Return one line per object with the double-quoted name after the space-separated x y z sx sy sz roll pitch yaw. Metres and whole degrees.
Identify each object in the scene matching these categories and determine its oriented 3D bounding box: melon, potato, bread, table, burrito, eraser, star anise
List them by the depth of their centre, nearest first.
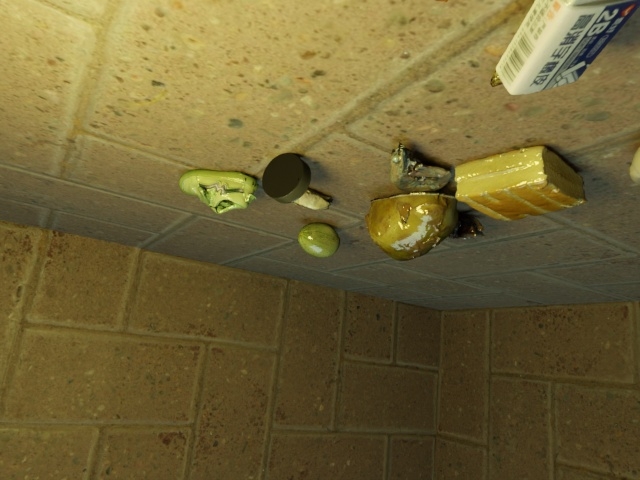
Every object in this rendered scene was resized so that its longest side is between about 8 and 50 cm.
0.340 -0.296 0.626 0.125 0.067 0.210 -13 160 -11 "eraser"
0.513 -0.135 1.192 0.246 0.110 0.239 18 162 -39 "bread"
-0.093 -0.169 1.263 0.134 0.133 0.043 -2 162 30 "table"
0.292 -0.037 1.440 0.247 0.195 0.300 3 174 -34 "potato"
-0.053 -0.142 1.495 0.230 0.063 0.058 19 133 -36 "burrito"
0.465 -0.049 1.587 0.232 0.089 0.209 1 178 41 "star anise"
0.000 0.000 1.863 0.192 0.139 0.139 21 160 -32 "melon"

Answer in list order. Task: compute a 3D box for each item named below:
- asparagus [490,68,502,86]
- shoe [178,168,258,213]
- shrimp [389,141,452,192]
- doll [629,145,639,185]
0.333 -0.305 0.775 0.036 0.030 0.165 -19 171 -16 "asparagus"
-0.326 -0.160 1.457 0.263 0.128 0.140 0 151 13 "shoe"
0.259 -0.182 1.225 0.165 0.062 0.317 -3 168 17 "shrimp"
0.772 -0.117 0.966 0.251 0.220 0.221 18 162 -37 "doll"
